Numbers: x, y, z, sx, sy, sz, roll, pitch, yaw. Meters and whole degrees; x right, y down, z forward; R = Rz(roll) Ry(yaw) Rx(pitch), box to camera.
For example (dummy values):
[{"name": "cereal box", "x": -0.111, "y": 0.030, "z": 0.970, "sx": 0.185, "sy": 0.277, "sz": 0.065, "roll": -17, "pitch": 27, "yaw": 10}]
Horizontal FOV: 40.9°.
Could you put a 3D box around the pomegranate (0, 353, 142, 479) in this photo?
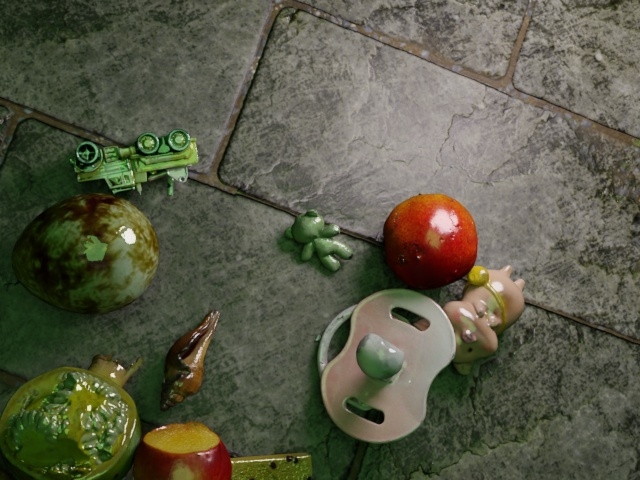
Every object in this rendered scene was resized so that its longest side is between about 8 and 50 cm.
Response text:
[{"name": "pomegranate", "x": -0.457, "y": 0.346, "z": 1.640, "sx": 0.260, "sy": 0.260, "sz": 0.341, "roll": 35, "pitch": 47, "yaw": -2}]

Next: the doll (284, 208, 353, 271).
[{"name": "doll", "x": 0.000, "y": 0.000, "z": 1.868, "sx": 0.115, "sy": 0.077, "sz": 0.150, "roll": -39, "pitch": 101, "yaw": 23}]

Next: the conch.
[{"name": "conch", "x": -0.276, "y": 0.244, "z": 1.764, "sx": 0.080, "sy": 0.086, "sz": 0.233, "roll": -6, "pitch": 62, "yaw": 28}]

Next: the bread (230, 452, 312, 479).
[{"name": "bread", "x": -0.125, "y": 0.480, "z": 1.737, "sx": 0.226, "sy": 0.049, "sz": 0.088, "roll": 1, "pitch": 83, "yaw": -23}]

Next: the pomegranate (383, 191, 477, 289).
[{"name": "pomegranate", "x": 0.234, "y": -0.005, "z": 1.844, "sx": 0.210, "sy": 0.210, "sz": 0.235, "roll": 20, "pitch": 34, "yaw": -6}]

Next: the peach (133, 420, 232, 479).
[{"name": "peach", "x": -0.255, "y": 0.420, "z": 1.601, "sx": 0.190, "sy": 0.190, "sz": 0.192, "roll": -1, "pitch": 60, "yaw": -11}]

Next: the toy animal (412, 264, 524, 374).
[{"name": "toy animal", "x": 0.345, "y": 0.156, "z": 1.860, "sx": 0.248, "sy": 0.149, "sz": 0.165, "roll": -43, "pitch": 80, "yaw": -8}]

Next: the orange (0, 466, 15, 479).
[{"name": "orange", "x": -0.716, "y": 0.480, "z": 1.543, "sx": 0.334, "sy": 0.262, "sz": 0.196, "roll": -15, "pitch": 69, "yaw": -1}]

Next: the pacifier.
[{"name": "pacifier", "x": 0.135, "y": 0.251, "z": 1.766, "sx": 0.220, "sy": 0.273, "sz": 0.332, "roll": 31, "pitch": 79, "yaw": -19}]

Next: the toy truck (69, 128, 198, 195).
[{"name": "toy truck", "x": -0.387, "y": -0.154, "z": 1.794, "sx": 0.259, "sy": 0.128, "sz": 0.135, "roll": -6, "pitch": 94, "yaw": -12}]

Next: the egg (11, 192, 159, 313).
[{"name": "egg", "x": -0.462, "y": 0.026, "z": 1.688, "sx": 0.289, "sy": 0.238, "sz": 0.238, "roll": -1, "pitch": 79, "yaw": 7}]
